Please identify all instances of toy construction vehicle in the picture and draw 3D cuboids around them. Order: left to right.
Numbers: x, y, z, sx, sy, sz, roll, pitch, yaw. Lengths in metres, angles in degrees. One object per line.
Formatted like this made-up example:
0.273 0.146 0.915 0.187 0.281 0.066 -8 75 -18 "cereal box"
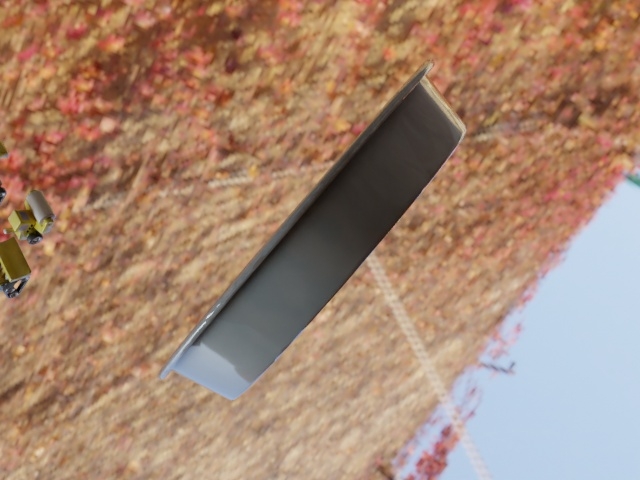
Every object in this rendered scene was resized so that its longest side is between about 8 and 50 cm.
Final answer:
-0.229 -0.014 0.855 0.035 0.098 0.086 -15 -111 -42 "toy construction vehicle"

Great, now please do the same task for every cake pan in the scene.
0.000 0.000 0.852 0.054 0.293 0.293 41 -145 -1 "cake pan"
